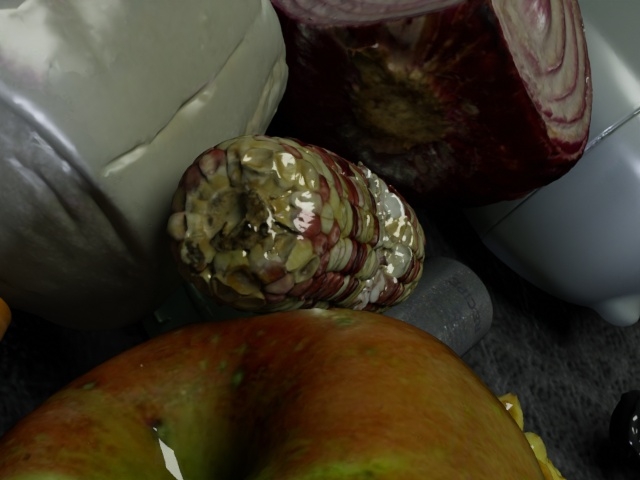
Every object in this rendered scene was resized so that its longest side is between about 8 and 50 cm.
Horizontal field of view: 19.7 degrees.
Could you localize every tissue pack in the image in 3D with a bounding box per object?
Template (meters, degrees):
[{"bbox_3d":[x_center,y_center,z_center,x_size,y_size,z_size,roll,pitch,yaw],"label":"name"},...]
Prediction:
[{"bbox_3d":[0.262,-0.091,1.444,0.333,0.229,0.236,-27,78,-46],"label":"tissue pack"}]

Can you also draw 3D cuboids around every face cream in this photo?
[{"bbox_3d":[0.017,0.099,1.231,0.073,0.073,0.283,51,44,2],"label":"face cream"}]

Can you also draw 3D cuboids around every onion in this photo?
[{"bbox_3d":[0.065,-0.121,1.233,0.207,0.206,0.216,66,30,-30],"label":"onion"}]

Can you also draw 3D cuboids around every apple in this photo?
[{"bbox_3d":[-0.029,0.212,0.937,0.339,0.339,0.339,21,50,-27],"label":"apple"}]

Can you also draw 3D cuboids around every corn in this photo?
[{"bbox_3d":[0.000,0.000,1.053,0.098,0.098,0.290,63,14,14],"label":"corn"}]

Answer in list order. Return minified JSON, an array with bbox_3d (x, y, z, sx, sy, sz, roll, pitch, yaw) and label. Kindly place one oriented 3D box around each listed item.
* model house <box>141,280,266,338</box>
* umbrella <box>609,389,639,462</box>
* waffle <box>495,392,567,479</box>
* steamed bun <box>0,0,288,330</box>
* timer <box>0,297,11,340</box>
[{"bbox_3d":[-0.046,0.011,1.221,0.149,0.100,0.127,-18,74,-44],"label":"model house"},{"bbox_3d":[0.366,0.173,1.439,0.336,0.154,0.128,0,21,-20],"label":"umbrella"},{"bbox_3d":[0.142,0.247,1.176,0.283,0.065,0.309,17,52,-62],"label":"waffle"},{"bbox_3d":[-0.212,-0.130,1.034,0.383,0.236,0.247,24,53,0],"label":"steamed bun"},{"bbox_3d":[-0.253,0.090,1.007,0.132,0.132,0.152,22,72,-26],"label":"timer"}]
